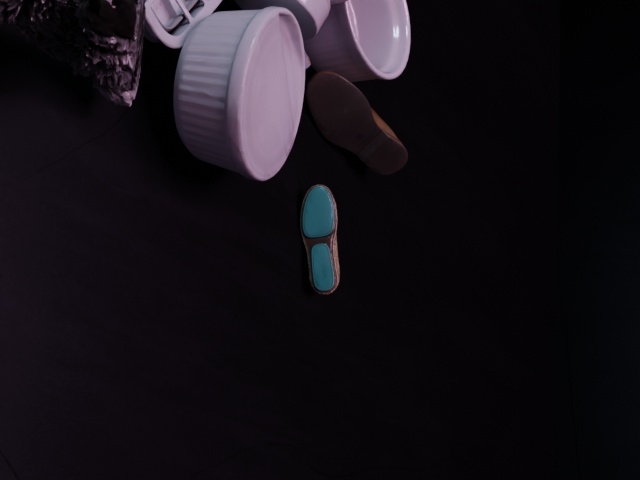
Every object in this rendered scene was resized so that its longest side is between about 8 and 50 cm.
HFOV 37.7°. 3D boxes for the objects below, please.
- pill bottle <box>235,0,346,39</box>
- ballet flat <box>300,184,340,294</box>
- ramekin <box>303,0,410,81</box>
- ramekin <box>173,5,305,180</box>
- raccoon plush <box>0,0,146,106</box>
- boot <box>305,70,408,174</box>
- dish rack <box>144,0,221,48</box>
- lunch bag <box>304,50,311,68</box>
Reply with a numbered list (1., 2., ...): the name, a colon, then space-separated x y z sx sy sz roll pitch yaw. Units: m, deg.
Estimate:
1. pill bottle: 0.009 -0.569 1.646 0.229 0.229 0.408 43 70 -47
2. ballet flat: 0.000 0.000 1.766 0.067 0.073 0.206 53 36 -83
3. ramekin: 0.061 -0.448 1.878 0.277 0.135 0.277 19 67 -56
4. ramekin: -0.126 -0.234 1.466 0.273 0.127 0.273 11 90 -73
5. raccoon plush: -0.354 -0.271 1.071 0.446 0.299 0.216 115 -21 -59
6. boot: 0.060 -0.254 1.904 0.305 0.112 0.115 40 21 -43
7. dish rack: -0.267 -0.477 1.402 0.333 0.072 0.286 61 38 -32
8. lunch bag: -0.058 -0.342 1.739 0.083 0.053 0.071 -46 121 -41
